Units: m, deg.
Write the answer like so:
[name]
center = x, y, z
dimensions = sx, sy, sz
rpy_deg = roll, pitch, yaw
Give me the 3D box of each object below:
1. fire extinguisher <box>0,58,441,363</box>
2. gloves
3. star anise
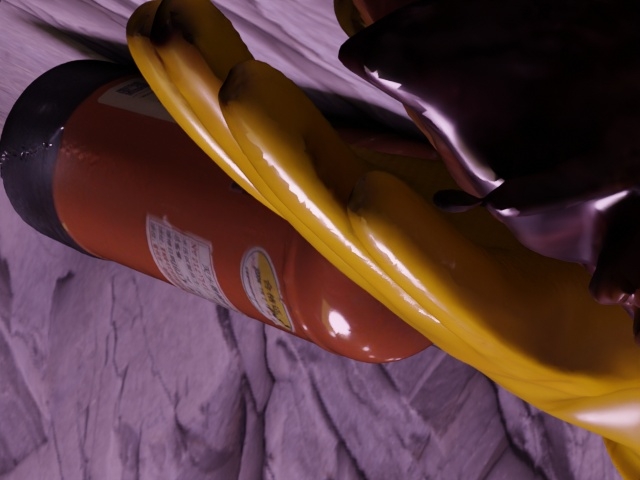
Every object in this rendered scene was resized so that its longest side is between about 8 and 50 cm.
[fire extinguisher]
center = 0.001, -0.011, 0.991
dimensions = 0.200, 0.113, 0.376
rpy_deg = 6, -172, -42
[gloves]
center = 0.059, -0.003, 0.613
dimensions = 0.294, 0.116, 0.133
rpy_deg = 29, 178, -39
[star anise]
center = 0.106, -0.019, 0.473
dimensions = 0.272, 0.102, 0.272
rpy_deg = 39, -166, -12
